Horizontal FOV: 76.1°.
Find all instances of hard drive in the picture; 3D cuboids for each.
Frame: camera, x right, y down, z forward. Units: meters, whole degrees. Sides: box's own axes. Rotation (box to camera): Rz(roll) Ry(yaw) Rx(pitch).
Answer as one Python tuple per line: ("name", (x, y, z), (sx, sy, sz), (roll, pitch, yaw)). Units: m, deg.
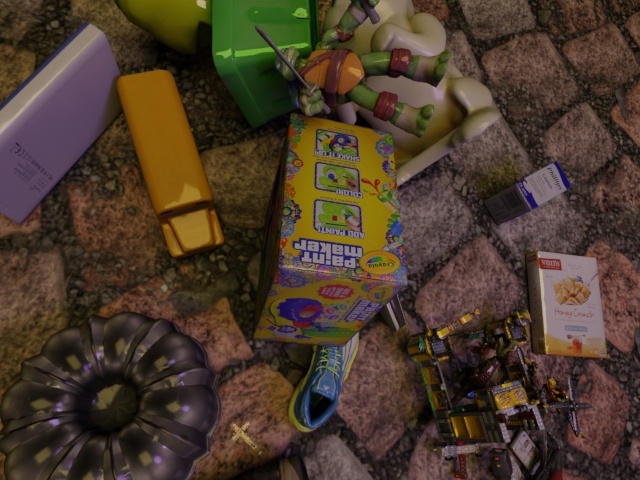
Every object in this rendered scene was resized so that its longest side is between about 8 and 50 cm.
("hard drive", (-0.463, -0.190, 0.703), (0.040, 0.210, 0.318), (32, 71, -4))

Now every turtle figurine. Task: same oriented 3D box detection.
("turtle figurine", (0.052, -0.269, 0.603), (0.267, 0.274, 0.197), (17, 54, 2))

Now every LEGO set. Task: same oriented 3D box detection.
("LEGO set", (0.339, 0.429, 0.856), (0.182, 0.060, 0.244), (-40, 96, -25))
("LEGO set", (0.350, 0.248, 0.776), (0.332, 0.192, 0.254), (6, 65, -23))

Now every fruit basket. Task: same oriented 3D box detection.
("fruit basket", (-0.191, -0.440, 0.813), (0.393, 0.283, 0.391), (-2, 77, 8))

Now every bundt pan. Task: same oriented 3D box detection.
("bundt pan", (-0.322, 0.257, 0.635), (0.331, 0.124, 0.330), (6, 61, -10))

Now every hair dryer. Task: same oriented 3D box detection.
("hair dryer", (0.457, 0.526, 0.791), (0.224, 0.080, 0.293), (-2, 71, -29))

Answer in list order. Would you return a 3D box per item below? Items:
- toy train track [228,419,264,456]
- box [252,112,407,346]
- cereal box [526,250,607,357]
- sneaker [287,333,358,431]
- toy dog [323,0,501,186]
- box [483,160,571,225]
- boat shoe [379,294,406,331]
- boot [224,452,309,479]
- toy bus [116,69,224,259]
("toy train track", (-0.136, 0.368, 0.756), (0.083, 0.014, 0.048), (45, 71, -1))
("box", (0.000, 0.000, 0.698), (0.177, 0.290, 0.279), (8, 57, -12))
("cereal box", (0.582, 0.151, 0.971), (0.173, 0.047, 0.240), (6, 76, -13))
("sneaker", (0.023, 0.245, 0.766), (0.091, 0.126, 0.240), (26, 73, -7))
("toy dog", (0.171, -0.365, 0.857), (0.395, 0.285, 0.407), (-39, 95, -40))
("box", (0.486, -0.108, 0.968), (0.137, 0.126, 0.072), (-27, 83, -18))
("boat shoe", (0.132, 0.075, 0.858), (0.069, 0.081, 0.227), (-21, 80, -14))
("boot", (-0.137, 0.535, 0.591), (0.285, 0.138, 0.377), (-8, 57, -2))
("toy bus", (-0.280, -0.138, 0.779), (0.108, 0.130, 0.332), (-17, 82, -17))
